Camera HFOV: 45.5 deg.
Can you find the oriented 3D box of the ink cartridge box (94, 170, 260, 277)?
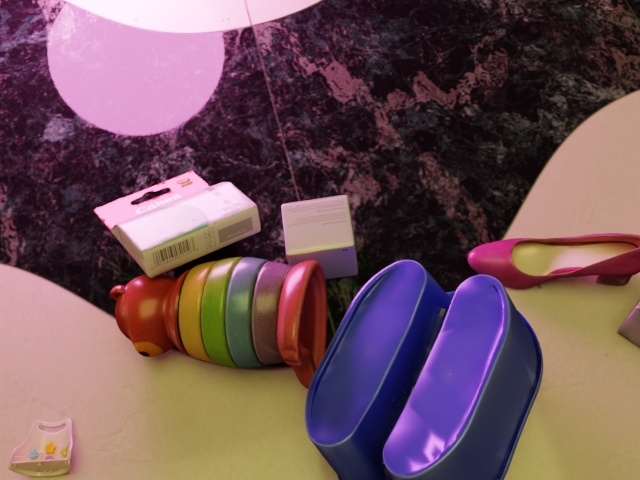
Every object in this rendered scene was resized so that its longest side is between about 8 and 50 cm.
[{"bbox_3d":[-0.222,-0.049,1.135,0.181,0.056,0.224,-25,42,-25],"label":"ink cartridge box"}]

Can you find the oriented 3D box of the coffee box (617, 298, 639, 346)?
[{"bbox_3d":[0.547,0.062,1.054,0.141,0.098,0.246,37,70,21],"label":"coffee box"}]

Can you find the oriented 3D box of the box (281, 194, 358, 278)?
[{"bbox_3d":[0.000,0.000,1.126,0.101,0.101,0.087,-9,61,1],"label":"box"}]

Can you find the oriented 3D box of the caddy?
[{"bbox_3d":[0.138,0.192,0.974,0.241,0.179,0.341,12,61,36],"label":"caddy"}]

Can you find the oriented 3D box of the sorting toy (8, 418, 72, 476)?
[{"bbox_3d":[-0.370,0.279,1.038,0.083,0.045,0.075,-4,54,2],"label":"sorting toy"}]

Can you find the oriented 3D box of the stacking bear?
[{"bbox_3d":[-0.146,0.104,1.056,0.288,0.175,0.164,1,63,13],"label":"stacking bear"}]

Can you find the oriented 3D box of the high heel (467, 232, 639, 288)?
[{"bbox_3d":[0.337,0.018,1.082,0.244,0.117,0.082,9,63,9],"label":"high heel"}]
